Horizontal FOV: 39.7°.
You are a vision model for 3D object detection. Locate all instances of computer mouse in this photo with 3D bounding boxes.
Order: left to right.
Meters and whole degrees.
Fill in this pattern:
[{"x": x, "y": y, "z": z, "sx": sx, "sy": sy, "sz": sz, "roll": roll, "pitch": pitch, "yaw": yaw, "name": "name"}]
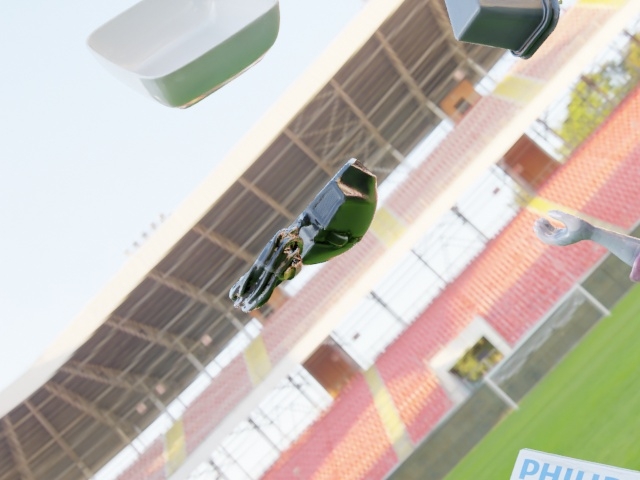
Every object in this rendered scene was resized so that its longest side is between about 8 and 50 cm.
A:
[{"x": 0.000, "y": 0.000, "z": 0.518, "sx": 0.071, "sy": 0.041, "sz": 0.242, "roll": -48, "pitch": 1, "yaw": 19, "name": "computer mouse"}]

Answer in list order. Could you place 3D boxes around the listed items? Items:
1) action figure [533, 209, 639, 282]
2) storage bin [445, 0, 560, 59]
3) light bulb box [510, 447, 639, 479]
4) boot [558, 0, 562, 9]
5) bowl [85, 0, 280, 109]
[{"x": 0.377, "y": -0.018, "z": 0.756, "sx": 0.370, "sy": 0.276, "sz": 0.248, "roll": -50, "pitch": 6, "yaw": -40, "name": "action figure"}, {"x": 0.187, "y": -0.272, "z": 0.951, "sx": 0.091, "sy": 0.135, "sz": 0.098, "roll": -1, "pitch": -25, "yaw": -21, "name": "storage bin"}, {"x": 0.359, "y": 0.511, "z": 1.113, "sx": 0.358, "sy": 0.225, "sz": 0.361, "roll": 48, "pitch": -122, "yaw": -40, "name": "light bulb box"}, {"x": 0.279, "y": -0.373, "z": 1.163, "sx": 0.077, "sy": 0.165, "sz": 0.213, "roll": -15, "pitch": 10, "yaw": -2, "name": "boot"}, {"x": -0.111, "y": -0.167, "z": 0.753, "sx": 0.142, "sy": 0.142, "sz": 0.053, "roll": -39, "pitch": -45, "yaw": -19, "name": "bowl"}]
